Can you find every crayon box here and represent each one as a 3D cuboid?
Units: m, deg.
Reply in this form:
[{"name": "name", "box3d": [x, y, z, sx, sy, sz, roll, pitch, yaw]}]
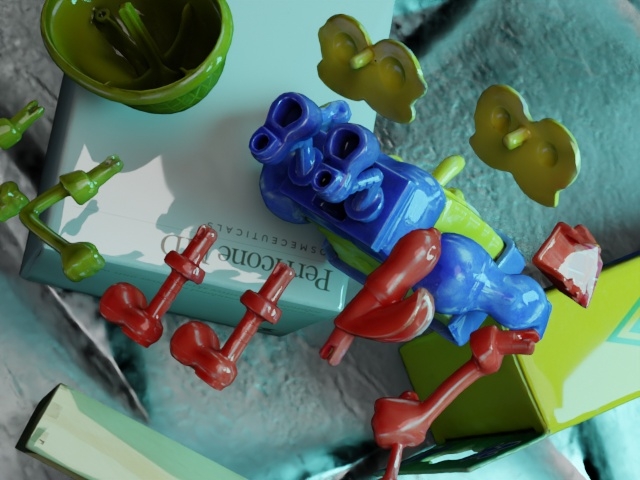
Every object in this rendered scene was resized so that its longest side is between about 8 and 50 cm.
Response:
[{"name": "crayon box", "box3d": [0.191, 0.059, 0.890, 0.323, 0.203, 0.083, -21, 85, -17]}]

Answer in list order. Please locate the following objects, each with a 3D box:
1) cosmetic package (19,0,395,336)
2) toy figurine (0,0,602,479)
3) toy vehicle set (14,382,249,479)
[{"name": "cosmetic package", "box3d": [-0.064, -0.136, 0.889, 0.197, 0.155, 0.366, 12, 77, -15]}, {"name": "toy figurine", "box3d": [0.000, 0.000, 0.741, 0.362, 0.217, 0.191, 30, 86, 33]}, {"name": "toy vehicle set", "box3d": [-0.093, 0.142, 0.772, 0.166, 0.267, 0.035, 29, 76, -8]}]
